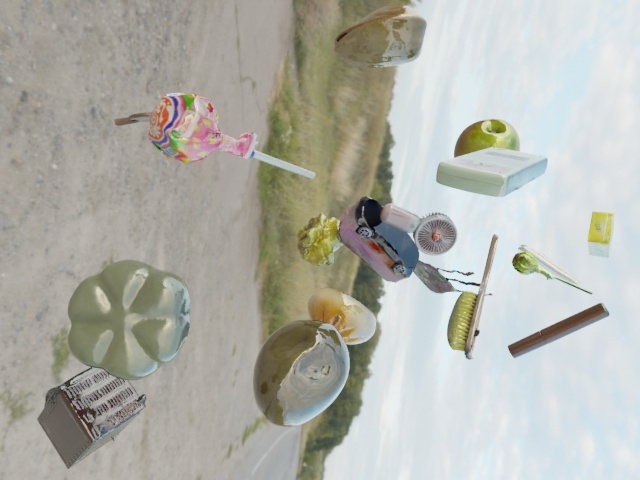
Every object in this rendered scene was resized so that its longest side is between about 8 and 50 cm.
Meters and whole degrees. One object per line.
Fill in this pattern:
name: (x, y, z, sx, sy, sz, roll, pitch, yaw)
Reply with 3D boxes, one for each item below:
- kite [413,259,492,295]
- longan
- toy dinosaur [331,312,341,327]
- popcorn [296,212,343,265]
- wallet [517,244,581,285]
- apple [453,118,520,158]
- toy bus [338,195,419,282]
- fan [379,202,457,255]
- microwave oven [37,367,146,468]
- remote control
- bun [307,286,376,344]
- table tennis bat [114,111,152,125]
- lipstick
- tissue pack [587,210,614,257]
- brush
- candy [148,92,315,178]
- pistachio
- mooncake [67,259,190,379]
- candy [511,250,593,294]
kite: (0.430, 0.131, 1.819, 0.022, 0.204, 0.360, -47, -161, -18)
longan: (-0.062, 0.390, 1.565, 0.350, 0.288, 0.289, -44, 151, -42)
toy dinosaur: (0.010, 0.337, 1.808, 0.142, 0.057, 0.212, -44, -178, 17)
popcorn: (-0.003, -0.005, 1.793, 0.198, 0.155, 0.198, -61, -172, 15)
wallet: (0.646, 0.066, 1.479, 0.032, 0.182, 0.124, -54, 164, 9)
apple: (0.506, -0.275, 1.582, 0.196, 0.195, 0.196, 10, 90, -86)
toy bus: (0.187, 0.002, 1.682, 0.147, 0.302, 0.128, -26, -152, 44)
fan: (0.292, -0.041, 1.564, 0.074, 0.244, 0.130, -87, -159, -62)
microwave oven: (-0.617, 0.456, 1.401, 0.178, 0.188, 0.247, -23, 162, -51)
remote control: (0.373, -0.152, 1.111, 0.344, 0.145, 0.050, -22, 124, -51)
bun: (0.069, 0.326, 2.092, 0.165, 0.298, 0.299, -56, 167, -21)
table tennis bat: (-0.453, -0.264, 1.346, 0.107, 0.169, 0.119, -16, 104, -67)
lipstick: (0.836, 0.320, 1.842, 0.356, 0.057, 0.057, -34, -163, 22)
tissue pack: (0.848, -0.016, 1.578, 0.176, 0.062, 0.095, 29, 73, -59)
brush: (0.333, 0.106, 1.132, 0.072, 0.067, 0.313, 76, 33, -55)
candy: (-0.146, -0.172, 0.987, 0.124, 0.365, 0.124, -16, -112, 45)
pistachio: (0.162, -0.561, 1.447, 0.213, 0.260, 0.163, 57, 25, -75)
mooncake: (-0.421, 0.174, 1.150, 0.135, 0.274, 0.275, 105, -5, -83)
candy: (0.556, 0.083, 1.252, 0.062, 0.193, 0.058, -7, 121, -65)
